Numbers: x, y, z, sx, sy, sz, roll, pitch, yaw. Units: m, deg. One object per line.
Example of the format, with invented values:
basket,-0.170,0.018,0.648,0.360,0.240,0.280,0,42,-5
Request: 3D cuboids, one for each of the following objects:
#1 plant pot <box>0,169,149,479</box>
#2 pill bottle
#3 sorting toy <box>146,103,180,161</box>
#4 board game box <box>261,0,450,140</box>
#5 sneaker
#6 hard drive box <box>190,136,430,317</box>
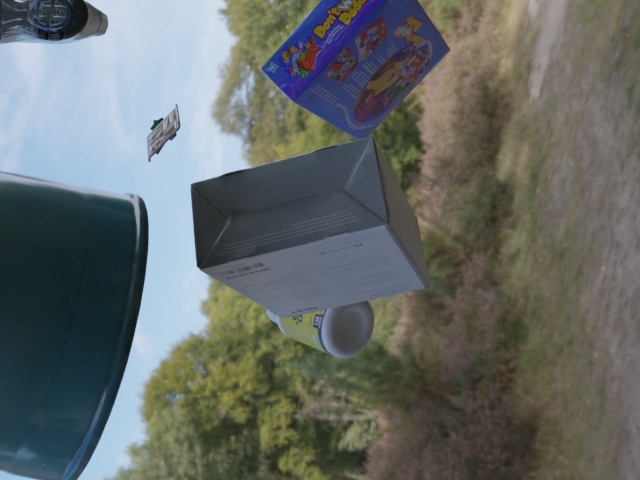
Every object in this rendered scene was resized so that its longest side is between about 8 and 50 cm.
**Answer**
plant pot,-0.316,0.057,0.663,0.271,0.255,0.272,-42,40,49
pill bottle,-0.007,0.119,1.250,0.184,0.103,0.103,12,91,51
sorting toy,-0.184,-0.132,0.915,0.062,0.012,0.083,-46,32,17
board game box,0.073,-0.298,1.270,0.233,0.078,0.347,-46,-17,12
sneaker,-0.512,-0.385,1.367,0.129,0.297,0.111,-10,-70,-72
hard drive box,0.000,0.000,0.788,0.232,0.181,0.089,48,-148,-66
